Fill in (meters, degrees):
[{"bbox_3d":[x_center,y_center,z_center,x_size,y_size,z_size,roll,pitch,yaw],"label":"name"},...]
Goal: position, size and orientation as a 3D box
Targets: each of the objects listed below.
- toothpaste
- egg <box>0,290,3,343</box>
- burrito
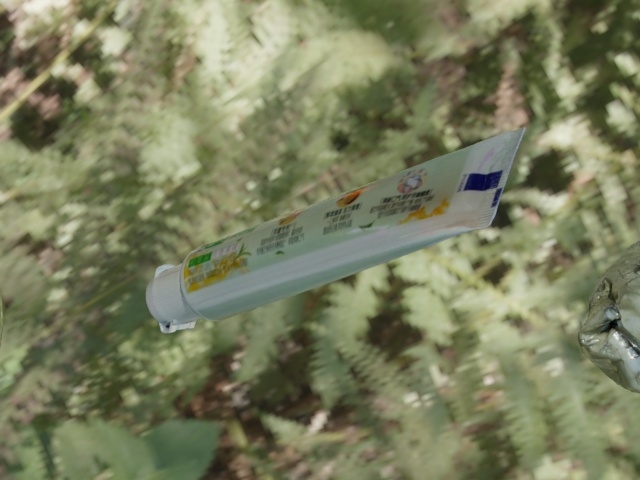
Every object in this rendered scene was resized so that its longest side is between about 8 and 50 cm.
[{"bbox_3d":[0.000,0.000,1.197,0.056,0.314,0.058,-5,80,-46],"label":"toothpaste"},{"bbox_3d":[-0.340,0.051,1.225,0.218,0.295,0.218,5,84,-49],"label":"egg"},{"bbox_3d":[0.198,0.045,1.189,0.063,0.229,0.058,10,102,11],"label":"burrito"}]
